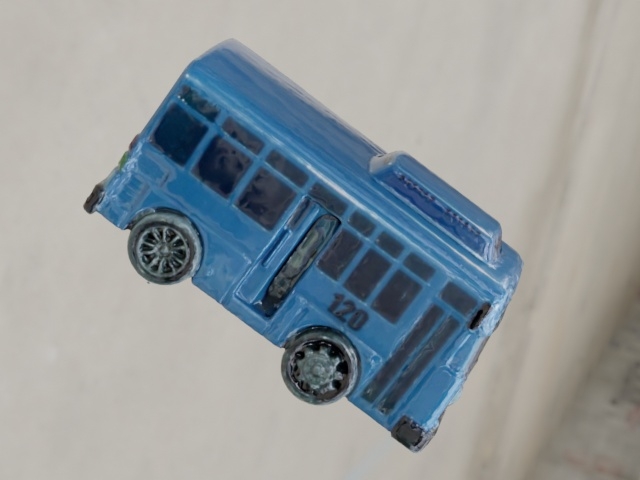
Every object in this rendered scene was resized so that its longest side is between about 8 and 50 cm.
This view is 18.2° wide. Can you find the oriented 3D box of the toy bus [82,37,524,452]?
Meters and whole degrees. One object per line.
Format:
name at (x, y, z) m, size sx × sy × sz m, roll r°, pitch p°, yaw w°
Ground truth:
toy bus at (0.000, 0.000, 0.888) m, size 0.106 × 0.184 × 0.090 m, roll -53°, pitch 180°, yaw 16°
